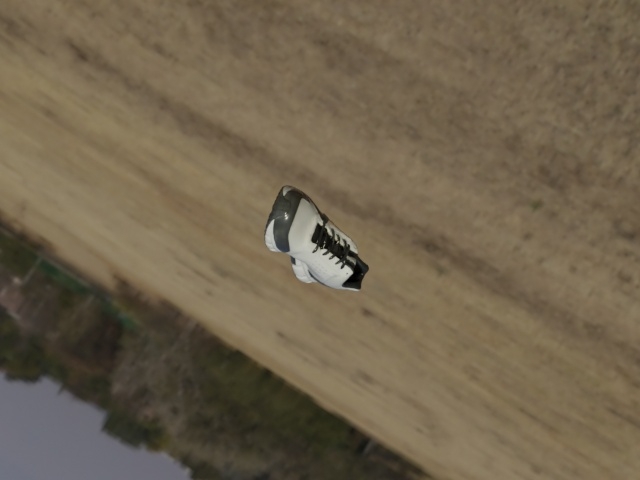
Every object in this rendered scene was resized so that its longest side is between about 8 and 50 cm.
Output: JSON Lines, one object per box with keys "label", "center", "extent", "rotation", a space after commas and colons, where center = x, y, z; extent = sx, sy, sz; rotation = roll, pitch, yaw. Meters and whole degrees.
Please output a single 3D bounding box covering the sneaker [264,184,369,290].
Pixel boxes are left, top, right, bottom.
{"label": "sneaker", "center": [0.000, 0.000, 0.699], "extent": [0.044, 0.040, 0.109], "rotation": [18, 168, 23]}
